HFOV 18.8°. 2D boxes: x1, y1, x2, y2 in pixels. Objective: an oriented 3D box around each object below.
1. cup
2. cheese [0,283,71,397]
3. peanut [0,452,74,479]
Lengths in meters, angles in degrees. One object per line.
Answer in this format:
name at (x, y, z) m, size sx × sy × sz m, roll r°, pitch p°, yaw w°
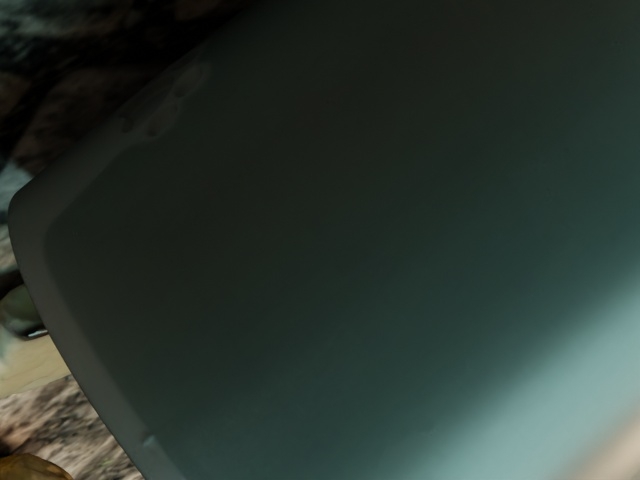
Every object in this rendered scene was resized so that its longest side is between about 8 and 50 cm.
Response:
cup at (0.072, -0.002, 0.840) m, size 0.274 × 0.259 × 0.357 m, roll -39°, pitch 171°, yaw 9°
cheese at (-0.002, -0.001, 1.018) m, size 0.400 × 0.034 × 0.085 m, roll -19°, pitch 159°, yaw -31°
peanut at (-0.179, 0.186, 1.091) m, size 0.087 × 0.087 × 0.206 m, roll -20°, pitch 155°, yaw -31°
